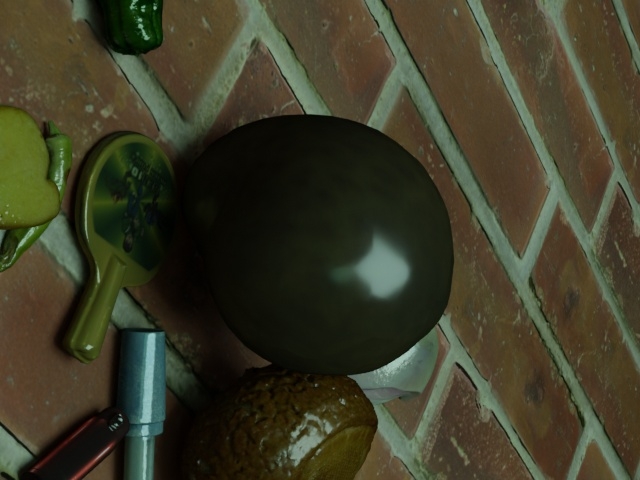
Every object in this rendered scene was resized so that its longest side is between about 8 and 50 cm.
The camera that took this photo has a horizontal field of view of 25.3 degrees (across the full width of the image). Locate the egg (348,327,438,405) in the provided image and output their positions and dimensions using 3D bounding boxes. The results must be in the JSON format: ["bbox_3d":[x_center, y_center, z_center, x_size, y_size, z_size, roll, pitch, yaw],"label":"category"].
[{"bbox_3d":[0.100,0.173,2.314,0.271,0.162,0.206,-7,101,-57],"label":"egg"}]

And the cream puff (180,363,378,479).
[{"bbox_3d":[-0.070,0.289,2.026,0.303,0.212,0.303,-41,158,-21],"label":"cream puff"}]

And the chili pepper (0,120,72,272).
[{"bbox_3d":[-0.343,-0.045,1.745,0.049,0.043,0.208,51,52,-61],"label":"chili pepper"}]

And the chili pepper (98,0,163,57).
[{"bbox_3d":[-0.242,-0.361,1.829,0.099,0.083,0.253,12,78,-57],"label":"chili pepper"}]

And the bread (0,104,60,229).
[{"bbox_3d":[-0.389,-0.083,1.661,0.188,0.065,0.149,-2,84,-53],"label":"bread"}]

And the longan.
[{"bbox_3d":[0.000,0.000,1.946,0.404,0.404,0.336,-22,145,-53],"label":"longan"}]

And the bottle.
[{"bbox_3d":[-0.306,0.270,1.815,0.164,0.060,0.060,-41,126,-47],"label":"bottle"}]

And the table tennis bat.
[{"bbox_3d":[-0.268,0.008,1.864,0.198,0.050,0.321,47,52,-50],"label":"table tennis bat"}]

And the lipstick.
[{"bbox_3d":[-0.241,0.256,1.907,0.068,0.061,0.274,-1,95,-58],"label":"lipstick"}]
